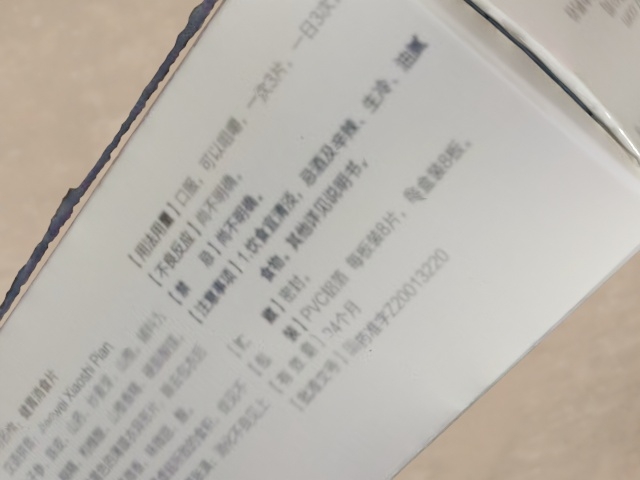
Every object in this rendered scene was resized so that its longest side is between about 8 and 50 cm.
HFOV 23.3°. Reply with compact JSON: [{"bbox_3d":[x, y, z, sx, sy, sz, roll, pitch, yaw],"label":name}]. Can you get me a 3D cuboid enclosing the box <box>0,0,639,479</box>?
[{"bbox_3d":[0.001,-0.001,0.568,0.333,0.145,0.173,-50,180,37],"label":"box"}]
